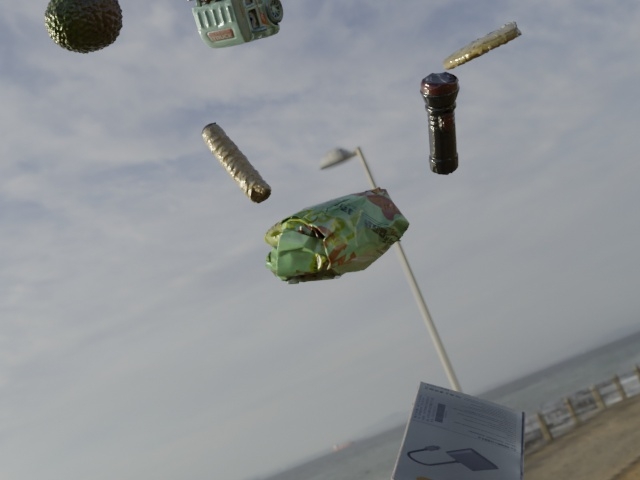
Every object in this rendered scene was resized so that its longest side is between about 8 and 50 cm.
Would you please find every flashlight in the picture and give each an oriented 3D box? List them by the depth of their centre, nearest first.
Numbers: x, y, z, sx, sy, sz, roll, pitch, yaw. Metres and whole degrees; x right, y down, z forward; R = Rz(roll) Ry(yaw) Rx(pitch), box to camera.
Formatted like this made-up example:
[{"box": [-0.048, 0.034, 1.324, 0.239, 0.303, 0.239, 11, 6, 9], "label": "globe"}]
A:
[{"box": [0.275, -0.259, 1.894, 0.093, 0.231, 0.093, -7, 31, 4], "label": "flashlight"}]

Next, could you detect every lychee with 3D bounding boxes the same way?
[{"box": [-0.357, -0.340, 1.268, 0.114, 0.114, 0.146, -29, 22, 28], "label": "lychee"}]

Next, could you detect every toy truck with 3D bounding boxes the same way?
[{"box": [-0.190, -0.516, 1.585, 0.136, 0.305, 0.162, -2, 25, 31], "label": "toy truck"}]

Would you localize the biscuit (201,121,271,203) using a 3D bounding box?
[{"box": [-0.186, -0.171, 1.821, 0.055, 0.219, 0.061, -28, -20, -34], "label": "biscuit"}]

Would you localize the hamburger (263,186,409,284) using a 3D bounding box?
[{"box": [-0.001, 0.002, 1.315, 0.214, 0.125, 0.235, -11, -5, -32], "label": "hamburger"}]

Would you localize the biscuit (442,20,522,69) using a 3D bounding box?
[{"box": [0.372, -0.444, 1.904, 0.188, 0.040, 0.265, -32, 10, -24], "label": "biscuit"}]

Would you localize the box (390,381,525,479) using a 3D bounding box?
[{"box": [0.145, 0.227, 0.870, 0.129, 0.033, 0.247, 16, 19, 10], "label": "box"}]
